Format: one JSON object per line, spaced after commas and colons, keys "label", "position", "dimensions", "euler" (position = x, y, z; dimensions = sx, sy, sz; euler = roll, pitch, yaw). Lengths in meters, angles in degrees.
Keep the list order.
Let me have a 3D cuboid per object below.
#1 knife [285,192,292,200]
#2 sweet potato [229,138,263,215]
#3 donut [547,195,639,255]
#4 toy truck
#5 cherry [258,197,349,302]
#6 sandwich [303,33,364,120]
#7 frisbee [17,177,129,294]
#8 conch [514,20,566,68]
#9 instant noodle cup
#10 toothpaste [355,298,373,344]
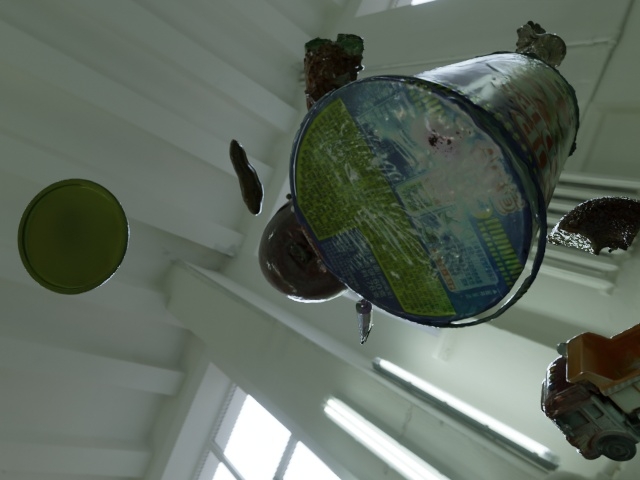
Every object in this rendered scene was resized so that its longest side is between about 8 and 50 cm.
{"label": "knife", "position": [0.005, -0.083, 1.539], "dimensions": [0.046, 0.256, 0.022], "euler": [-52, -10, -34]}
{"label": "sweet potato", "position": [-0.172, -0.149, 1.154], "dimensions": [0.053, 0.053, 0.182], "euler": [-23, -80, -22]}
{"label": "donut", "position": [0.633, -0.045, 1.126], "dimensions": [0.126, 0.186, 0.144], "euler": [21, -93, -64]}
{"label": "toy truck", "position": [0.401, 0.160, 0.596], "dimensions": [0.135, 0.270, 0.114], "euler": [45, -144, 1]}
{"label": "cherry", "position": [0.000, 0.000, 1.033], "dimensions": [0.261, 0.307, 0.221], "euler": [-38, -76, 22]}
{"label": "sandwich", "position": [0.025, -0.254, 0.872], "dimensions": [0.109, 0.160, 0.185], "euler": [-3, -33, -1]}
{"label": "frisbee", "position": [-0.499, -0.008, 0.997], "dimensions": [0.235, 0.017, 0.236], "euler": [0, -93, 5]}
{"label": "conch", "position": [0.748, -0.664, 1.674], "dimensions": [0.245, 0.162, 0.178], "euler": [-44, -71, -41]}
{"label": "instant noodle cup", "position": [0.167, -0.096, 0.594], "dimensions": [0.312, 0.284, 0.284], "euler": [-38, -58, -41]}
{"label": "toothpaste", "position": [0.080, 0.143, 0.888], "dimensions": [0.170, 0.028, 0.045], "euler": [78, -147, -60]}
